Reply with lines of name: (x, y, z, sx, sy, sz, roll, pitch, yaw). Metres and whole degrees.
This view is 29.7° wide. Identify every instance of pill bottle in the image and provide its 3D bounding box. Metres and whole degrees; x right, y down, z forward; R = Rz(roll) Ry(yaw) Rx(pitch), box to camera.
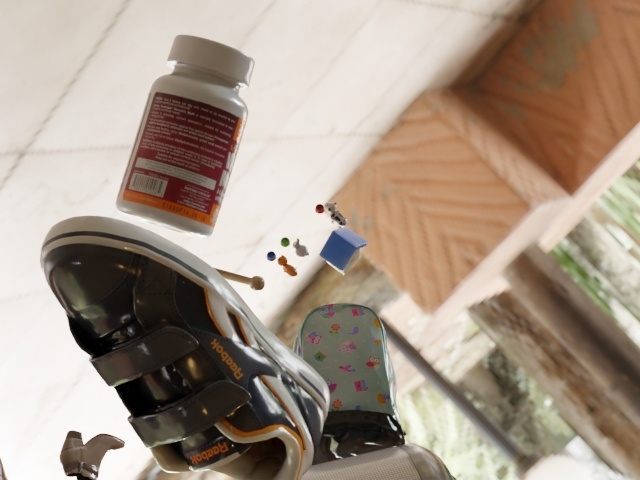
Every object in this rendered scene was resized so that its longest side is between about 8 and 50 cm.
pill bottle: (-0.156, -0.122, 1.425, 0.121, 0.121, 0.221, 31, 75, -74)

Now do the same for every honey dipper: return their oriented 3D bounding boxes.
honey dipper: (-0.128, 0.033, 1.386, 0.030, 0.161, 0.030, -20, 116, -49)

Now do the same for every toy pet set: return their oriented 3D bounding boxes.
toy pet set: (0.000, 0.000, 1.733, 0.122, 0.114, 0.065, -46, 159, -21)

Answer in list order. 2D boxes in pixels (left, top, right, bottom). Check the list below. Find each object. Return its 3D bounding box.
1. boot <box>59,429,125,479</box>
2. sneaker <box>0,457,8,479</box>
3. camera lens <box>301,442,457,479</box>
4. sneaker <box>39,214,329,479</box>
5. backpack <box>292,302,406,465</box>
boot: (-0.373, 0.358, 1.974, 0.118, 0.087, 0.042, 15, 134, -29)
sneaker: (-0.531, 0.331, 1.829, 0.070, 0.185, 0.084, -19, -157, 3)
camera lens: (0.019, 0.339, 1.244, 0.274, 0.219, 0.219, -11, 156, -11)
sneaker: (-0.112, 0.111, 1.020, 0.126, 0.321, 0.127, -26, -143, 36)
backpack: (0.030, 0.167, 1.424, 0.152, 0.182, 0.115, 2, 144, -6)
